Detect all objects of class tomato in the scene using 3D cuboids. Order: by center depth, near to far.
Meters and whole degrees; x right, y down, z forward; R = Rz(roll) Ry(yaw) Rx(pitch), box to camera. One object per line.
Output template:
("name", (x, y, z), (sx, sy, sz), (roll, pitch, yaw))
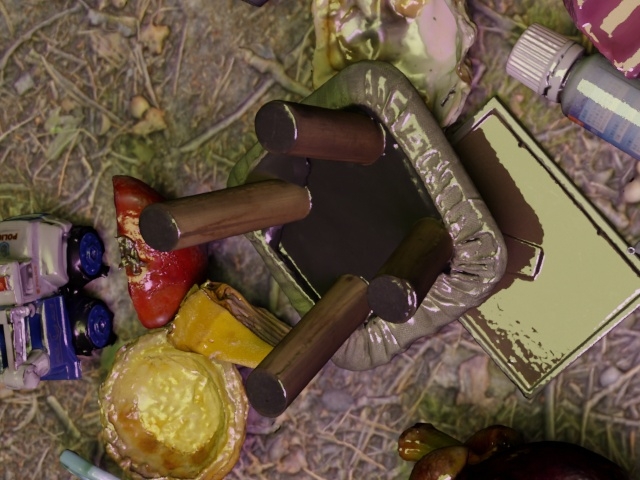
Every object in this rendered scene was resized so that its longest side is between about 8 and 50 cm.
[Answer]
("tomato", (-0.186, 0.008, 1.786), (0.099, 0.173, 0.189), (-10, 91, 3))

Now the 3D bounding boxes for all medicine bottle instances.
("medicine bottle", (0.303, -0.163, 1.630), (0.203, 0.083, 0.083), (35, 106, 13))

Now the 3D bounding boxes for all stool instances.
("stool", (0.000, 0.000, 1.650), (0.310, 0.226, 0.310), (-39, 81, 38))

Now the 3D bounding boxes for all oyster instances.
("oyster", (0.090, -0.252, 1.696), (0.201, 0.107, 0.354), (12, 116, 32))

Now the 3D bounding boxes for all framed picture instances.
("framed picture", (0.221, 0.010, 1.713), (0.213, 0.016, 0.289), (-44, 80, 19))

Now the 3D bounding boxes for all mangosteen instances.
("mangosteen", (0.227, 0.335, 1.605), (0.297, 0.297, 0.293), (-16, 52, 21))

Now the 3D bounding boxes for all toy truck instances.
("toy truck", (-0.367, 0.076, 1.848), (0.161, 0.177, 0.213), (-6, 94, 21))

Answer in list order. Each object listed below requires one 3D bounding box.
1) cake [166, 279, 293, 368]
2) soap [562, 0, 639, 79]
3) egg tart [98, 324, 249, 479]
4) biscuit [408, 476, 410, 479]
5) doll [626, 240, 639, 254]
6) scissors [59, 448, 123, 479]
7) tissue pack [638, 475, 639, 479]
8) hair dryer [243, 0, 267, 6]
("cake", (-0.082, 0.094, 1.757), (0.185, 0.079, 0.116), (14, 128, -2))
("soap", (0.408, -0.328, 1.497), (0.128, 0.233, 0.359), (47, 109, 8))
("egg tart", (-0.175, 0.207, 1.837), (0.213, 0.090, 0.212), (2, 96, 17))
("biscuit", (0.136, 0.335, 1.770), (0.175, 0.026, 0.124), (-42, 80, 18))
("doll", (0.394, 0.001, 1.637), (0.114, 0.039, 0.057), (-16, 124, 10))
("scissors", (-0.163, 0.355, 1.840), (0.360, 0.191, 0.029), (29, 75, -1))
("tissue pack", (0.466, 0.192, 1.583), (0.159, 0.125, 0.234), (29, 104, 15))
("hair dryer", (-0.136, -0.470, 1.758), (0.361, 0.121, 0.301), (27, 95, 21))
